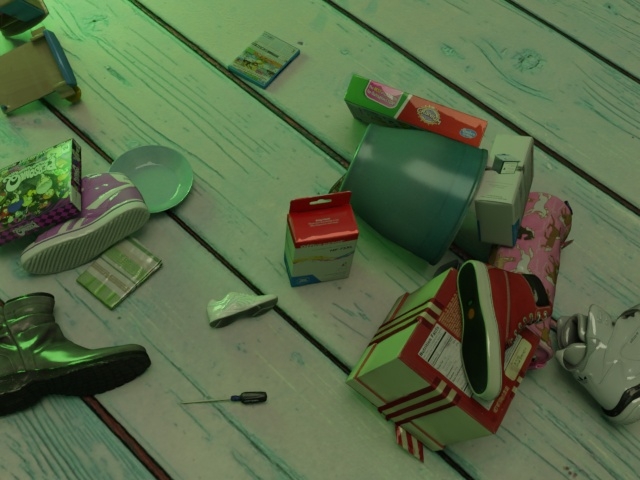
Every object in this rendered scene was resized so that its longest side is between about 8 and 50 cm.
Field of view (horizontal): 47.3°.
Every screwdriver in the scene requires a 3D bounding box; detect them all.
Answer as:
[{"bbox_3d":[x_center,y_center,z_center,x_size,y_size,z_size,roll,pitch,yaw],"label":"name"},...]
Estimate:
[{"bbox_3d":[-0.189,0.309,1.424,0.169,0.025,0.024,-1,58,-7],"label":"screwdriver"}]

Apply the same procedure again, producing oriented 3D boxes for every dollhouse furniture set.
[{"bbox_3d":[-0.760,-0.432,1.808,0.286,0.198,0.303,-25,94,4],"label":"dollhouse furniture set"}]

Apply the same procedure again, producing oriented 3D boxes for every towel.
[{"bbox_3d":[-0.426,0.066,1.556,0.113,0.023,0.152,35,63,18],"label":"towel"}]

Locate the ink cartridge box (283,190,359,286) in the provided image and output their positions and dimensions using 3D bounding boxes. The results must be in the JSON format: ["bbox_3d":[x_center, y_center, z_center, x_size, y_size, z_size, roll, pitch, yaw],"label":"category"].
[{"bbox_3d":[0.000,0.000,1.512,0.134,0.231,0.078,-9,59,-11],"label":"ink cartridge box"}]

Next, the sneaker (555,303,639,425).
[{"bbox_3d":[0.625,0.175,1.496,0.210,0.137,0.366,39,65,-1],"label":"sneaker"}]

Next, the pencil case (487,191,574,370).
[{"bbox_3d":[0.435,0.080,1.551,0.167,0.160,0.386,10,56,18],"label":"pencil case"}]

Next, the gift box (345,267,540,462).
[{"bbox_3d":[0.229,0.250,1.373,0.276,0.258,0.255,44,60,-2],"label":"gift box"}]

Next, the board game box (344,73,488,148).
[{"bbox_3d":[0.222,-0.283,1.712,0.316,0.242,0.064,21,93,7],"label":"board game box"}]

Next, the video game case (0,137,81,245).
[{"bbox_3d":[-0.620,-0.099,1.559,0.232,0.042,0.210,-22,49,6],"label":"video game case"}]

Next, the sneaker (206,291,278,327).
[{"bbox_3d":[-0.164,0.130,1.521,0.152,0.054,0.061,-15,58,-14],"label":"sneaker"}]

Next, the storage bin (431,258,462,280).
[{"bbox_3d":[0.283,0.127,1.553,0.091,0.098,0.135,35,57,-16],"label":"storage bin"}]

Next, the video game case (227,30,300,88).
[{"bbox_3d":[-0.148,-0.477,1.924,0.119,0.015,0.166,31,60,13],"label":"video game case"}]

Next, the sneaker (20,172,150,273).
[{"bbox_3d":[-0.519,-0.045,1.563,0.282,0.102,0.161,-28,61,-13],"label":"sneaker"}]

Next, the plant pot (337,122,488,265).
[{"bbox_3d":[0.183,-0.122,1.566,0.255,0.272,0.272,25,59,2],"label":"plant pot"}]

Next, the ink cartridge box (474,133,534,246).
[{"bbox_3d":[0.384,-0.105,1.515,0.082,0.140,0.191,8,54,23],"label":"ink cartridge box"}]

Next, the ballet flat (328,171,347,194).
[{"bbox_3d":[0.117,-0.168,1.728,0.250,0.084,0.058,-39,93,-29],"label":"ballet flat"}]

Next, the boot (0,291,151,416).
[{"bbox_3d":[-0.514,0.191,1.418,0.338,0.118,0.223,-9,54,-16],"label":"boot"}]

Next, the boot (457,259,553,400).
[{"bbox_3d":[0.333,0.160,1.258,0.176,0.088,0.244,13,61,-19],"label":"boot"}]

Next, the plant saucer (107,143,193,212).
[{"bbox_3d":[-0.388,-0.134,1.672,0.194,0.037,0.195,3,58,-5],"label":"plant saucer"}]
